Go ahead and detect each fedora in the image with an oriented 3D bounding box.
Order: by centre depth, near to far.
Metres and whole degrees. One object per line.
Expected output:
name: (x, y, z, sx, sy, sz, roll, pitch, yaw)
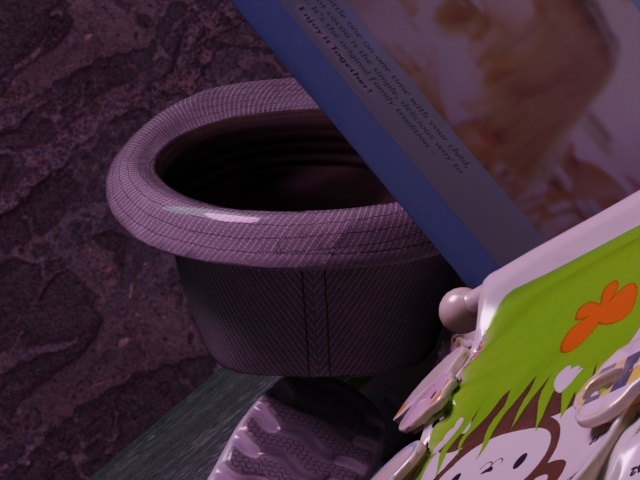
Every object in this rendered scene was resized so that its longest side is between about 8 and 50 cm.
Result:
fedora: (0.000, 0.000, 1.031, 0.244, 0.124, 0.275, -4, 21, -5)

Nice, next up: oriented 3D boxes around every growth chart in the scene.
growth chart: (0.058, 0.049, 0.473, 0.172, 0.021, 0.237, -35, 13, 33)

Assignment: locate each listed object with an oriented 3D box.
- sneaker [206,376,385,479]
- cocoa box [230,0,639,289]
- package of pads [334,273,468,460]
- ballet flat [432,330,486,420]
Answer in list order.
sneaker: (-0.059, 0.198, 0.941, 0.281, 0.105, 0.115, -42, -23, -35)
cocoa box: (0.132, -0.122, 0.663, 0.228, 0.347, 0.231, -41, 2, -30)
package of pads: (0.101, 0.026, 1.239, 0.229, 0.101, 0.296, -40, 3, 7)
ballet flat: (0.111, 0.039, 0.967, 0.091, 0.077, 0.241, -2, 16, 17)
